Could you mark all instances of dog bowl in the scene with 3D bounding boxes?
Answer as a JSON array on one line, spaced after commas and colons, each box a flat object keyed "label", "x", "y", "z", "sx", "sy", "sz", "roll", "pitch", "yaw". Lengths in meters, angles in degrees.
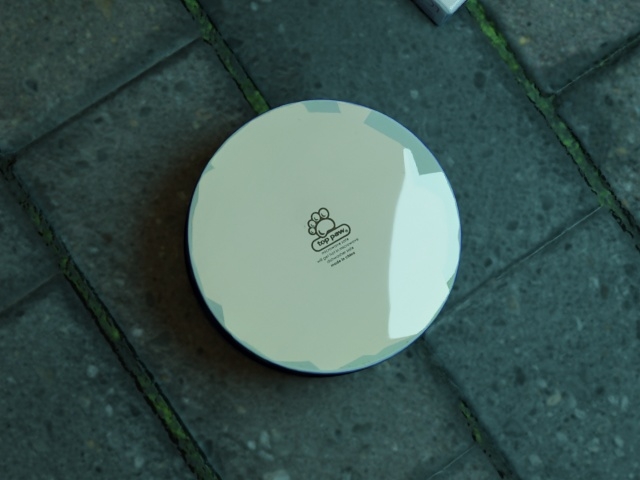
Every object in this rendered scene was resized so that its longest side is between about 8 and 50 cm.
[{"label": "dog bowl", "x": 0.000, "y": 0.000, "z": 1.182, "sx": 0.264, "sy": 0.104, "sz": 0.265, "roll": 1, "pitch": 84, "yaw": -7}]

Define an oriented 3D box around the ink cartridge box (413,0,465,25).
[{"label": "ink cartridge box", "x": 0.170, "y": -0.394, "z": 1.266, "sx": 0.186, "sy": 0.065, "sz": 0.311, "roll": 45, "pitch": 84, "yaw": 0}]
